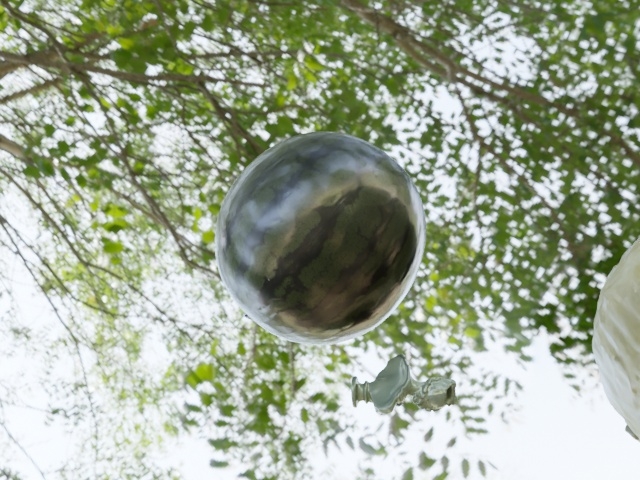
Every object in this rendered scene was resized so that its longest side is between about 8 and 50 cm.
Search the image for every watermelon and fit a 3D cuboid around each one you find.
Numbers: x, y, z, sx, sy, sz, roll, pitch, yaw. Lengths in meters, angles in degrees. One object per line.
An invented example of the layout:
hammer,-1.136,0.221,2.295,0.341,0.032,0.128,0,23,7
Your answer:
watermelon,0.000,0.000,0.735,0.212,0.212,0.212,-24,-47,-29

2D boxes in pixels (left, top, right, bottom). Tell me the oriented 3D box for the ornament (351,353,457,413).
ornament,0.074,0.138,0.691,0.068,0.092,0.041,-42,-46,-41

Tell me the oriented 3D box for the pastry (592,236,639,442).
pastry,0.519,0.124,0.844,0.389,0.312,0.388,-12,-55,-17
